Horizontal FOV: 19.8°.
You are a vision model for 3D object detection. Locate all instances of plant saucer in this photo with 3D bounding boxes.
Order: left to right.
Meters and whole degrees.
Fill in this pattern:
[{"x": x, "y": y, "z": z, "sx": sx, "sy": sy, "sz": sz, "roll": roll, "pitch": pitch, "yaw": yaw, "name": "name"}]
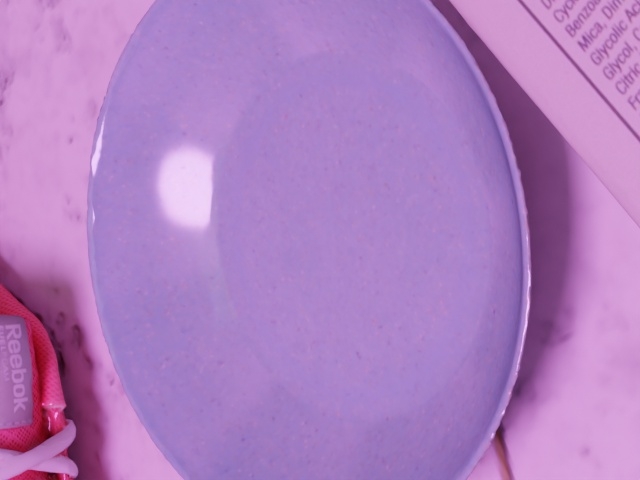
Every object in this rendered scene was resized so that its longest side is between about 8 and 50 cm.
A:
[{"x": 0.000, "y": 0.000, "z": 0.586, "sx": 0.195, "sy": 0.037, "sz": 0.195, "roll": 8, "pitch": 101, "yaw": 44, "name": "plant saucer"}]

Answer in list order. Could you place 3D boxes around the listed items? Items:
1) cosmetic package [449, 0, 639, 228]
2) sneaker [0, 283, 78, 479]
[{"x": 0.080, "y": -0.141, "z": 0.440, "sx": 0.309, "sy": 0.113, "sz": 0.160, "roll": 55, "pitch": 128, "yaw": 25, "name": "cosmetic package"}, {"x": -0.140, "y": 0.097, "z": 0.681, "sx": 0.136, "sy": 0.116, "sz": 0.314, "roll": -51, "pitch": 62, "yaw": 32, "name": "sneaker"}]
